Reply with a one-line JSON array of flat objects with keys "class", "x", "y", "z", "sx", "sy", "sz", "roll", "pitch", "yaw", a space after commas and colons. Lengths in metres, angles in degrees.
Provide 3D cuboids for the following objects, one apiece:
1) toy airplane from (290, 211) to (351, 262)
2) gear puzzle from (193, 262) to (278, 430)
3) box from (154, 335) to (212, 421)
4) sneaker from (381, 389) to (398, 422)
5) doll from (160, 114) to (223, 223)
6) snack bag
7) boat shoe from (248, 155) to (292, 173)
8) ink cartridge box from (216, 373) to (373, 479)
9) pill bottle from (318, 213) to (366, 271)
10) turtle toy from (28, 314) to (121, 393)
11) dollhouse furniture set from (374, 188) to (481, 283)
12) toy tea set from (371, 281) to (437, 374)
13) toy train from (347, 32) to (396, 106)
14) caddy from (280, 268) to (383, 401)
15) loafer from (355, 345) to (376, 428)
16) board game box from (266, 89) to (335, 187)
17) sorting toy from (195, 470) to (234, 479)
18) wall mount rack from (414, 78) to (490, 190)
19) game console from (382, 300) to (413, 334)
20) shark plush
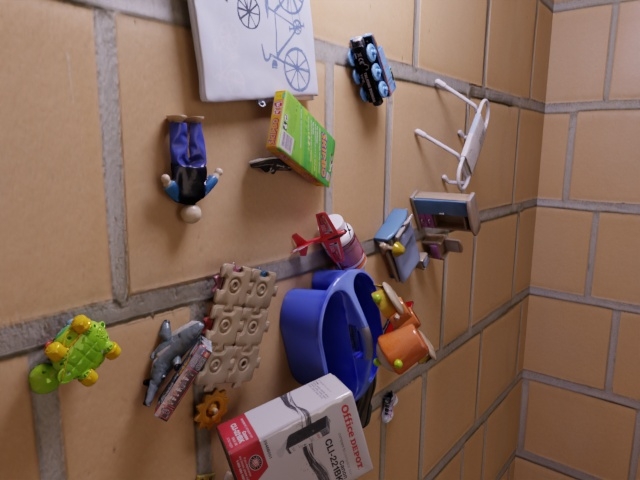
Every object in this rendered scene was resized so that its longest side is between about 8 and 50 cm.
[{"class": "toy airplane", "x": 0.000, "y": 0.000, "z": 1.150, "sx": 0.028, "sy": 0.151, "sz": 0.151, "roll": -104, "pitch": 173, "yaw": -56}, {"class": "gear puzzle", "x": -0.187, "y": 0.215, "z": 1.006, "sx": 0.175, "sy": 0.044, "sz": 0.339, "roll": 16, "pitch": 87, "yaw": -54}, {"class": "box", "x": -0.240, "y": 0.239, "z": 0.873, "sx": 0.027, "sy": 0.094, "sz": 0.137, "roll": 34, "pitch": 82, "yaw": -12}, {"class": "sneaker", "x": 0.211, "y": 0.523, "z": 1.575, "sx": 0.069, "sy": 0.038, "sz": 0.098, "roll": 61, "pitch": 41, "yaw": -36}, {"class": "doll", "x": -0.229, "y": -0.123, "z": 0.879, "sx": 0.129, "sy": 0.046, "sz": 0.189, "roll": -11, "pitch": 105, "yaw": -50}, {"class": "snack bag", "x": -0.128, "y": -0.426, "z": 0.959, "sx": 0.342, "sy": 0.037, "sz": 0.323, "roll": -25, "pitch": 115, "yaw": -48}, {"class": "boat shoe", "x": -0.101, "y": -0.158, "z": 1.039, "sx": 0.125, "sy": 0.046, "sz": 0.038, "roll": -23, "pitch": 110, "yaw": -57}, {"class": "ink cartridge box", "x": -0.048, "y": 0.429, "z": 1.024, "sx": 0.273, "sy": 0.114, "sz": 0.197, "roll": -21, "pitch": 104, "yaw": -21}, {"class": "pill bottle", "x": 0.052, "y": 0.010, "z": 1.231, "sx": 0.086, "sy": 0.086, "sz": 0.152, "roll": -56, "pitch": 136, "yaw": -29}, {"class": "turtle toy", "x": -0.371, "y": 0.171, "z": 0.735, "sx": 0.130, "sy": 0.066, "sz": 0.095, "roll": -54, "pitch": 135, "yaw": -30}, {"class": "dollhouse furniture set", "x": 0.339, "y": 0.029, "z": 1.512, "sx": 0.303, "sy": 0.198, "sz": 0.286, "roll": -50, "pitch": 132, "yaw": -34}, {"class": "toy tea set", "x": 0.183, "y": 0.235, "z": 1.218, "sx": 0.124, "sy": 0.200, "sz": 0.336, "roll": -32, "pitch": 154, "yaw": 8}, {"class": "toy train", "x": 0.130, "y": -0.437, "z": 1.259, "sx": 0.105, "sy": 0.080, "sz": 0.184, "roll": -59, "pitch": 135, "yaw": -40}, {"class": "caddy", "x": 0.050, "y": 0.226, "z": 1.195, "sx": 0.241, "sy": 0.179, "sz": 0.341, "roll": -34, "pitch": 122, "yaw": -43}, {"class": "loafer", "x": 0.094, "y": 0.409, "z": 1.360, "sx": 0.084, "sy": 0.096, "sz": 0.267, "roll": -15, "pitch": 111, "yaw": -44}, {"class": "board game box", "x": -0.033, "y": -0.210, "z": 1.082, "sx": 0.259, "sy": 0.039, "sz": 0.124, "roll": 27, "pitch": 69, "yaw": -60}, {"class": "sorting toy", "x": -0.186, "y": 0.584, "z": 1.066, "sx": 0.274, "sy": 0.046, "sz": 0.132, "roll": 52, "pitch": 57, "yaw": -43}, {"class": "wall mount rack", "x": 0.450, "y": -0.352, "z": 1.650, "sx": 0.304, "sy": 0.130, "sz": 0.350, "roll": 46, "pitch": 61, "yaw": -50}, {"class": "game console", "x": 0.244, "y": 0.270, "z": 1.527, "sx": 0.144, "sy": 0.085, "sz": 0.124, "roll": -59, "pitch": 137, "yaw": -26}, {"class": "shark plush", "x": -0.269, "y": 0.208, "z": 0.871, "sx": 0.161, "sy": 0.067, "sz": 0.073, "roll": -54, "pitch": 134, "yaw": -31}]
